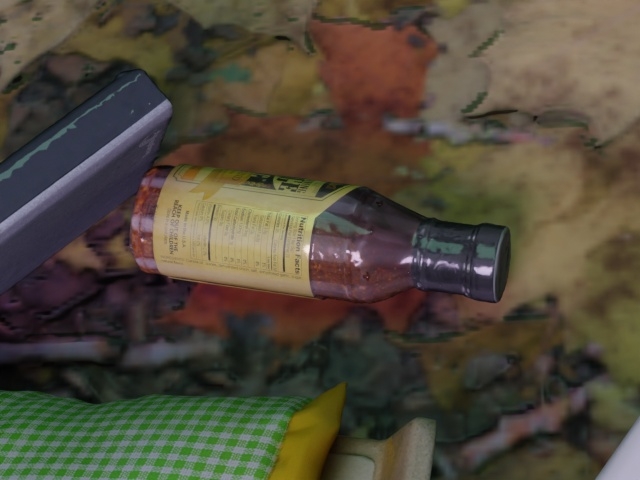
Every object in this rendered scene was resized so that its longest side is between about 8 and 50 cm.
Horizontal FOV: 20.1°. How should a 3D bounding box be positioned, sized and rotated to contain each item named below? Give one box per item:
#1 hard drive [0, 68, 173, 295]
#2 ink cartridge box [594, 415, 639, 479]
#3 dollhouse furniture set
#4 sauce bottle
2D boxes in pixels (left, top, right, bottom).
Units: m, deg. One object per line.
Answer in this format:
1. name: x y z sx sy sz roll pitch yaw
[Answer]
1. hard drive: -0.111 0.001 0.603 0.135 0.094 0.022 -39 86 -18
2. ink cartridge box: 0.237 0.077 0.398 0.285 0.166 0.395 29 71 30
3. dollhouse furniture set: -0.085 0.123 0.446 0.197 0.151 0.301 4 49 10
4. sauce bottle: 0.000 0.000 0.614 0.128 0.042 0.042 8 55 14
